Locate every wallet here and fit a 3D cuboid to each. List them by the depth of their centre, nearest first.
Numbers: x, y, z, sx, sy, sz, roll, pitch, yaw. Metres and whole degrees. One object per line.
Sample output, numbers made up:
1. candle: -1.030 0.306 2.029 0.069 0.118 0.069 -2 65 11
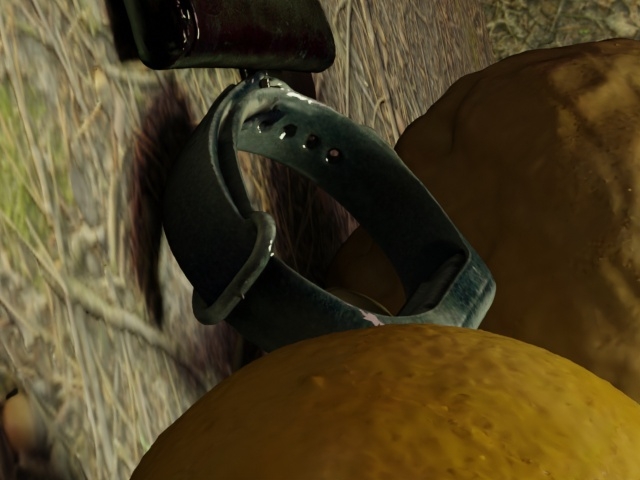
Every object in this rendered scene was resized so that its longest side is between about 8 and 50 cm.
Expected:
1. wallet: -0.063 -0.181 1.096 0.318 0.045 0.172 -13 83 -76
2. wallet: -0.029 -0.118 1.274 0.156 0.018 0.082 -45 122 -76

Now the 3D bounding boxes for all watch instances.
1. watch: 0.000 0.000 0.984 0.193 0.068 0.206 39 26 2

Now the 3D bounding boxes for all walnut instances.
1. walnut: 0.190 0.046 1.253 0.383 0.384 0.383 -13 90 -78

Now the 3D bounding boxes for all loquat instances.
1. loquat: 0.022 0.163 0.672 0.275 0.275 0.274 -13 90 -78

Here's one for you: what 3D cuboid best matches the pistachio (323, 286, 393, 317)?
1. pistachio: 0.024 0.107 1.037 0.124 0.124 0.185 64 14 -47
